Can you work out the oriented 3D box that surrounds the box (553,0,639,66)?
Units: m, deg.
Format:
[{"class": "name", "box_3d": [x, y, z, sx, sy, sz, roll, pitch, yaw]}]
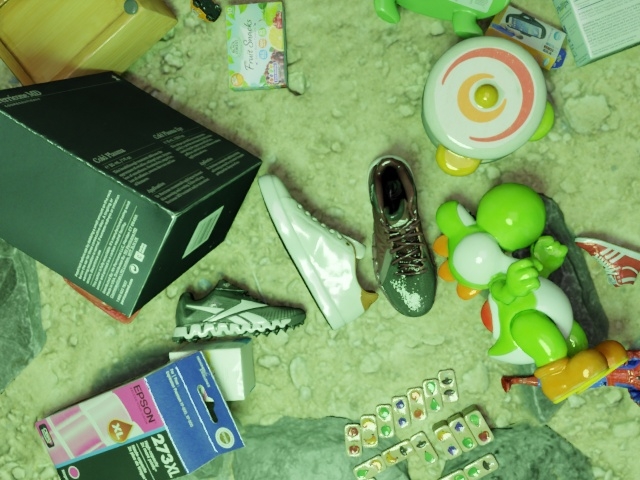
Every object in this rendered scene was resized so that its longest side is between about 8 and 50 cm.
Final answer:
[{"class": "box", "box_3d": [0.463, -0.371, 1.111, 0.126, 0.072, 0.137, -20, 91, 5]}]

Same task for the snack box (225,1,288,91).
[{"class": "snack box", "box_3d": [-0.110, -0.334, 1.187, 0.100, 0.037, 0.141, -3, 92, 7]}]

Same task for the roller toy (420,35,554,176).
[{"class": "roller toy", "box_3d": [0.256, -0.220, 1.101, 0.209, 0.146, 0.191, -27, 89, 7]}]

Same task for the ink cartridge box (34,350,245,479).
[{"class": "ink cartridge box", "box_3d": [-0.315, 0.329, 1.165, 0.370, 0.069, 0.176, -25, 90, 24]}]

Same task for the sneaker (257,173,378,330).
[{"class": "sneaker", "box_3d": [0.000, 0.000, 1.167, 0.123, 0.106, 0.290, -30, 97, -3]}]

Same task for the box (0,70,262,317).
[{"class": "box", "box_3d": [-0.307, -0.093, 1.051, 0.312, 0.343, 0.179, 32, 114, 4]}]

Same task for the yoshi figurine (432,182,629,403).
[{"class": "yoshi figurine", "box_3d": [0.330, 0.051, 1.063, 0.203, 0.204, 0.362, -27, 65, -16]}]

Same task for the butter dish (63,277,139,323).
[{"class": "butter dish", "box_3d": [-0.370, 0.050, 1.189, 0.159, 0.118, 0.160, 35, 95, 4]}]

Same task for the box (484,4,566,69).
[{"class": "box", "box_3d": [0.343, -0.333, 1.126, 0.136, 0.028, 0.081, 27, 54, 5]}]

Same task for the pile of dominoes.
[{"class": "pile of dominoes", "box_3d": [0.169, 0.362, 1.186, 0.251, 0.040, 0.196, -30, 89, 6]}]

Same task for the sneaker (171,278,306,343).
[{"class": "sneaker", "box_3d": [-0.143, 0.117, 1.188, 0.234, 0.078, 0.106, -5, 79, 0]}]

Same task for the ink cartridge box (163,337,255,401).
[{"class": "ink cartridge box", "box_3d": [-0.195, 0.225, 1.192, 0.143, 0.092, 0.090, -5, 93, 7]}]

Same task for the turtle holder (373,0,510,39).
[{"class": "turtle holder", "box_3d": [0.170, -0.480, 1.075, 0.320, 0.243, 0.228, 14, 76, 33]}]

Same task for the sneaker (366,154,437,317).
[{"class": "sneaker", "box_3d": [0.125, -0.003, 1.114, 0.106, 0.162, 0.282, -14, 91, 6]}]

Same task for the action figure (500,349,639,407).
[{"class": "action figure", "box_3d": [0.447, 0.223, 1.109, 0.280, 0.139, 0.092, 1, 93, 3]}]

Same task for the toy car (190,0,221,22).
[{"class": "toy car", "box_3d": [-0.198, -0.442, 1.203, 0.040, 0.060, 0.122, -3, 71, 48]}]

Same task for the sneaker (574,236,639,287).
[{"class": "sneaker", "box_3d": [0.474, 0.037, 1.141, 0.118, 0.042, 0.067, 18, 91, 3]}]

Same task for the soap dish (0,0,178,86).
[{"class": "soap dish", "box_3d": [-0.429, -0.374, 1.178, 0.291, 0.118, 0.229, -39, 88, 7]}]
